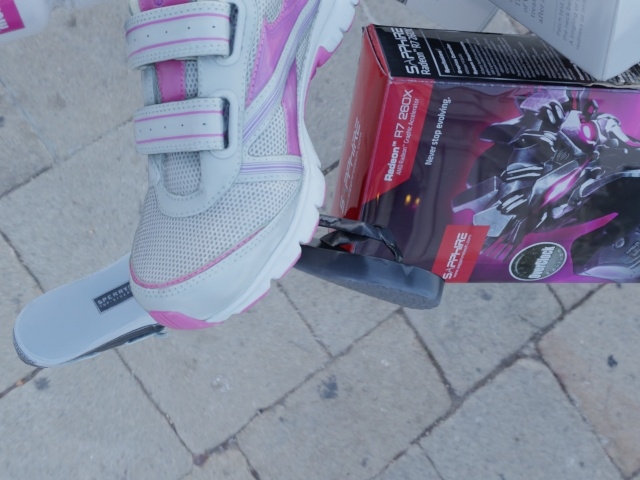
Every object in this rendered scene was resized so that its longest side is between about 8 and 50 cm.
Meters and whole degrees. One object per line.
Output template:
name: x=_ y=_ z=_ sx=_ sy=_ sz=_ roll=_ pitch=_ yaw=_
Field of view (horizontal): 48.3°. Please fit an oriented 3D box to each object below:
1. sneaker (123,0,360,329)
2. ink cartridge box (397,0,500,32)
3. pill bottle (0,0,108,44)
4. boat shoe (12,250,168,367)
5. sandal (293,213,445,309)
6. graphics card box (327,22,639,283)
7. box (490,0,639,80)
sneaker: x=-0.058 y=-0.081 z=0.370 sx=0.111 sy=0.103 sz=0.252 roll=37 pitch=55 yaw=-50
ink cartridge box: x=0.113 y=-0.340 z=0.780 sx=0.218 sy=0.092 sz=0.158 roll=28 pitch=57 yaw=-7
pill bottle: x=-0.344 y=-0.248 z=0.639 sx=0.283 sy=0.160 sz=0.160 roll=-21 pitch=91 yaw=-13
boat shoe: x=-0.227 y=0.077 z=0.896 sx=0.306 sy=0.105 sz=0.113 roll=-30 pitch=84 yaw=-29
sandal: x=-0.001 y=0.000 z=0.575 sx=0.097 sy=0.254 sz=0.054 roll=21 pitch=89 yaw=-35
graphics card box: x=0.207 y=-0.066 z=0.659 sx=0.371 sy=0.232 sz=0.094 roll=0 pitch=43 yaw=-11
box: x=0.178 y=-0.301 z=0.504 sx=0.215 sy=0.168 sz=0.345 roll=-25 pitch=51 yaw=-11
